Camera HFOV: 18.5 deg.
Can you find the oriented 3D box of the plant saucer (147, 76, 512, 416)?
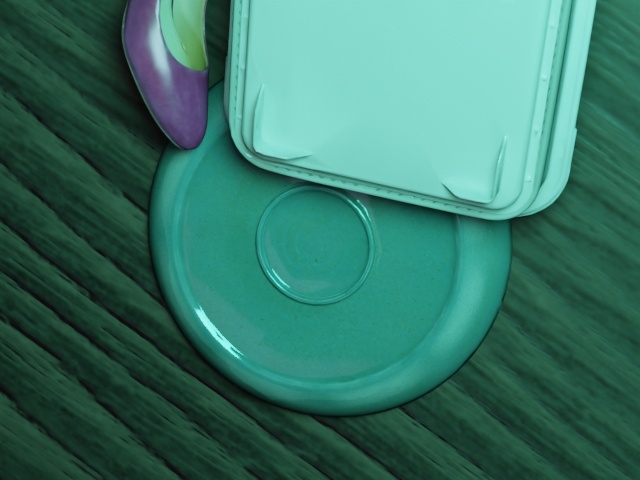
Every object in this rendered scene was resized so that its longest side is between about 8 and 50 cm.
[{"bbox_3d":[0.000,0.000,1.637,0.318,0.044,0.317,3,102,14],"label":"plant saucer"}]

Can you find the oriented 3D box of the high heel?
[{"bbox_3d":[-0.098,-0.201,1.595,0.117,0.082,0.244,-12,83,27],"label":"high heel"}]

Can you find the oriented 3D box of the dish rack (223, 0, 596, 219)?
[{"bbox_3d":[0.058,-0.166,1.474,0.285,0.072,0.333,13,122,13],"label":"dish rack"}]
